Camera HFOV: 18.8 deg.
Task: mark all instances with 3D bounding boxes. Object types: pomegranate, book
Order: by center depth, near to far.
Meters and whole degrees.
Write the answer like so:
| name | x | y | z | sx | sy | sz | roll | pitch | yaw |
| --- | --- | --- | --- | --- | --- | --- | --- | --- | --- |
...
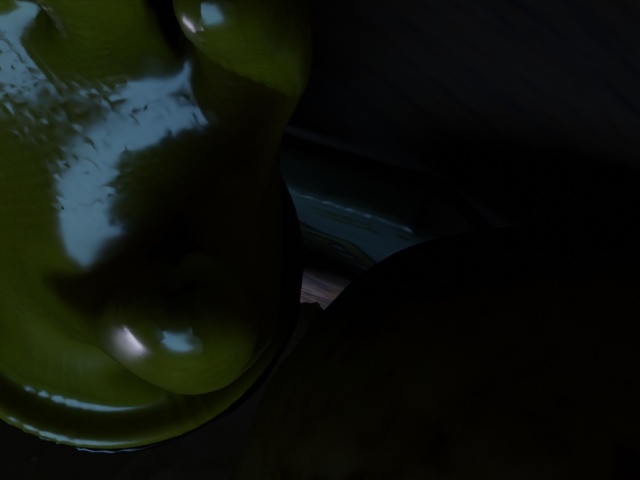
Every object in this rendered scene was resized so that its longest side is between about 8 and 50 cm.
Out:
| name | x | y | z | sx | sy | sz | roll | pitch | yaw |
| --- | --- | --- | --- | --- | --- | --- | --- | --- | --- |
| pomegranate | 0.077 | 0.104 | 0.538 | 0.215 | 0.215 | 0.215 | 21 | 173 | 3 |
| book | 0.000 | 0.000 | 0.762 | 0.208 | 0.020 | 0.295 | 19 | 172 | 27 |

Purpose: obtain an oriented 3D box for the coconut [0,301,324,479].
| name | x | y | z | sx | sy | sz | roll | pitch | yaw |
| --- | --- | --- | --- | --- | --- | --- | --- | --- | --- |
| coconut | -0.113 | 0.111 | 0.790 | 0.297 | 0.254 | 0.297 | 35 | 152 | 22 |

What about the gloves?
| name | x | y | z | sx | sy | sz | roll | pitch | yaw |
| --- | --- | --- | --- | --- | --- | --- | --- | --- | --- |
| gloves | -0.066 | -0.030 | 0.447 | 0.133 | 0.116 | 0.294 | 14 | 166 | 4 |
